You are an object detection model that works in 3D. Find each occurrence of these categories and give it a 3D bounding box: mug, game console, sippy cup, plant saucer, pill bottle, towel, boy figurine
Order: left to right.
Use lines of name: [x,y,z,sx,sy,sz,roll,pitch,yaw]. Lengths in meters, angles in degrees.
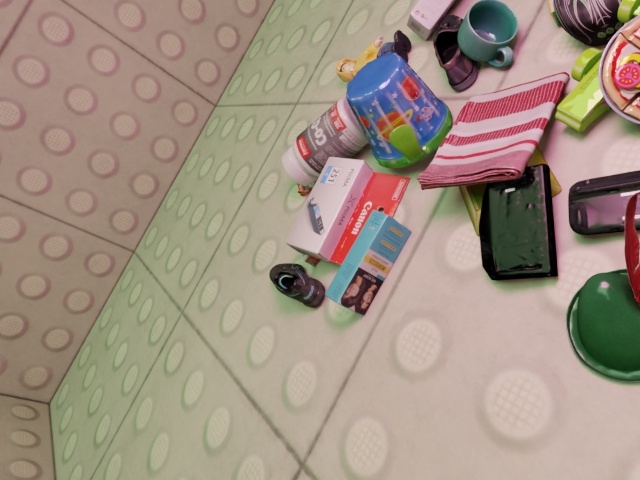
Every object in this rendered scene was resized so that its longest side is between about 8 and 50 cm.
pill bottle: [0.018,-0.304,1.458,0.283,0.161,0.161,-34,43,32]
boy figurine: [0.172,-0.614,1.556,0.285,0.092,0.177,0,68,47]
sippy cup: [0.189,-0.346,1.191,0.240,0.224,0.305,-50,35,-7]
mug: [0.411,-0.506,1.149,0.097,0.130,0.157,111,169,-74]
towel: [0.374,-0.240,0.996,0.237,0.037,0.329,-1,46,50]
plant saucer: [0.383,-0.130,0.983,0.188,0.045,0.188,-35,42,31]
game console: [0.460,-0.043,0.809,0.362,0.044,0.213,-9,72,40]

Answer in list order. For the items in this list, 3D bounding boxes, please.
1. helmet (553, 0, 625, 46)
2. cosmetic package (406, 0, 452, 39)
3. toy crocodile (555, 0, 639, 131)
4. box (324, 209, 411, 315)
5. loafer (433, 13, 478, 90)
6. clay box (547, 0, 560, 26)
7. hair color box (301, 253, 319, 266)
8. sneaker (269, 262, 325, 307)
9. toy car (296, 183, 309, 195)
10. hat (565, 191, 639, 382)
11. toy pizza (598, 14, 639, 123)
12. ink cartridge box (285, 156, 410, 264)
helmet: [0.559,-0.497,0.929,0.169,0.162,0.169,-30,44,35]
cosmetic package: [0.364,-0.735,1.373,0.231,0.086,0.117,-51,2,11]
toy crocodile: [0.584,-0.354,0.855,0.340,0.105,0.115,-55,46,15]
box: [0.118,0.056,1.127,0.060,0.101,0.244,28,89,54]
loafer: [0.363,-0.543,1.261,0.109,0.095,0.302,-30,45,37]
clay box: [0.594,-0.618,1.067,0.128,0.053,0.221,-21,49,42]
hair color box: [0.000,0.000,1.363,0.141,0.043,0.072,-49,36,13]
sneaker: [-0.090,0.111,1.343,0.267,0.106,0.101,18,81,56]
toy car: [-0.059,-0.209,1.580,0.041,0.060,0.121,-10,59,10]
hat: [0.414,0.082,0.670,0.173,0.184,0.208,-18,52,44]
toy pizza: [0.582,-0.293,0.766,0.202,0.032,0.201,1,93,21]
ink cartridge box: [0.070,-0.082,1.264,0.261,0.066,0.296,17,76,43]
